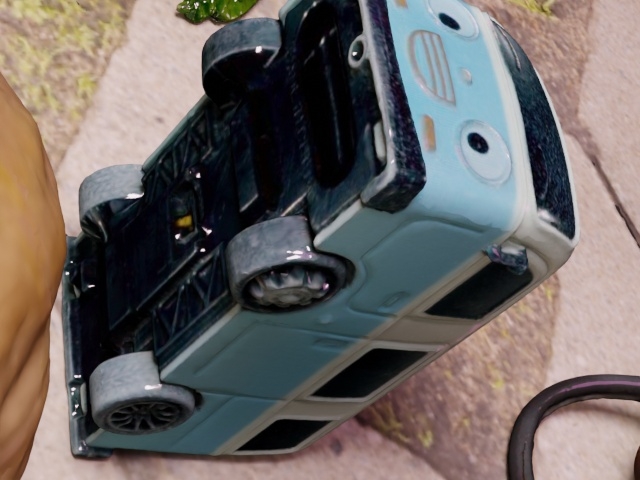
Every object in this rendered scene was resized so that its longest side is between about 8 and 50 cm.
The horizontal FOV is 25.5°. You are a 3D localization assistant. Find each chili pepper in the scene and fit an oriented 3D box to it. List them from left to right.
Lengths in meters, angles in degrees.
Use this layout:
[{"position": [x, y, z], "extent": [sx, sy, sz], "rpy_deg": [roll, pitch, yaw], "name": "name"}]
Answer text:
[{"position": [-0.059, -0.154, 0.901], "extent": [0.083, 0.022, 0.027], "rpy_deg": [-34, 116, -45], "name": "chili pepper"}]

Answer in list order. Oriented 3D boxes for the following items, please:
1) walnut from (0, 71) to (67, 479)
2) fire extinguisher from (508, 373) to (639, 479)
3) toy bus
[{"position": [-0.254, 0.041, 0.442], "extent": [0.306, 0.306, 0.344], "rpy_deg": [37, 45, -8], "name": "walnut"}, {"position": [0.227, 0.193, 0.785], "extent": [0.200, 0.113, 0.376], "rpy_deg": [16, 47, -26], "name": "fire extinguisher"}, {"position": [0.000, 0.000, 0.662], "extent": [0.165, 0.271, 0.133], "rpy_deg": [12, 54, -33], "name": "toy bus"}]
